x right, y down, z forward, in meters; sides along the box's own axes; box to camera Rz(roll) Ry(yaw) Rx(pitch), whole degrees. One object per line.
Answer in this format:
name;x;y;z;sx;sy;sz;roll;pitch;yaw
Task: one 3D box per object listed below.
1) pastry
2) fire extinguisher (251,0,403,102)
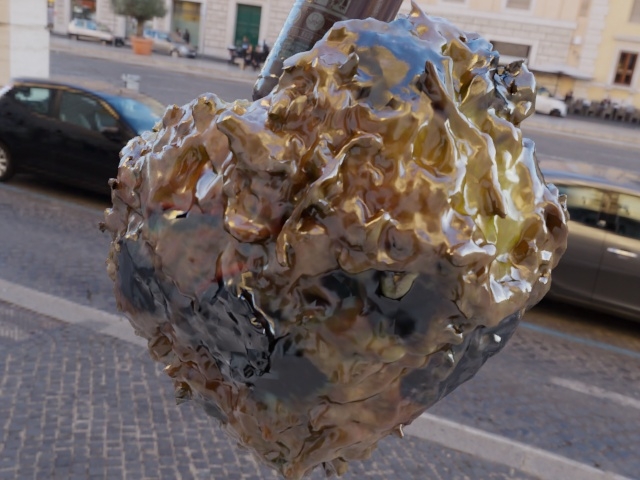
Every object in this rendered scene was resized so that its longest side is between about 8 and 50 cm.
pastry;-0.004;0.016;0.579;0.405;0.337;0.292;-15;3;37
fire extinguisher;0.002;-0.229;0.795;0.135;0.337;0.114;27;1;38
